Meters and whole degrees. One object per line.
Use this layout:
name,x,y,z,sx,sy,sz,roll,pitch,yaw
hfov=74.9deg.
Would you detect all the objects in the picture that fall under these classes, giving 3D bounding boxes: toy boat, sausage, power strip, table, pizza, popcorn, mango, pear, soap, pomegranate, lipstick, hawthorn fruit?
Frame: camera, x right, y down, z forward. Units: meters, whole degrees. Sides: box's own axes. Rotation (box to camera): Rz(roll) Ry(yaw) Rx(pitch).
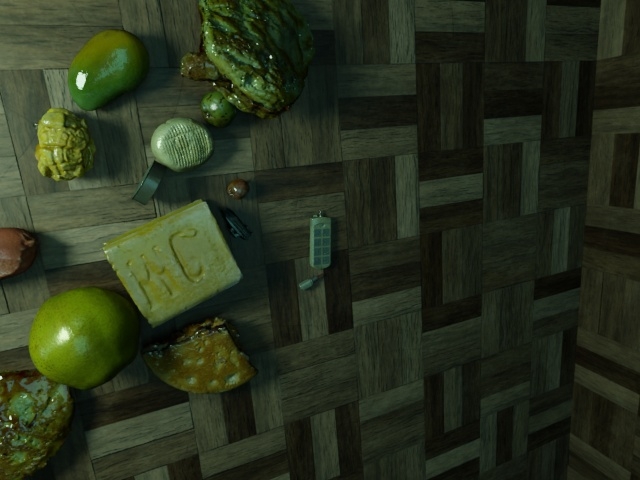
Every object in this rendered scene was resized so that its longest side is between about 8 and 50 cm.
toy boat,-0.291,-0.057,1.401,0.060,0.055,0.141,-45,115,-16
sausage,-0.896,0.047,1.123,0.254,0.148,0.148,-22,109,-16
power strip,0.000,0.000,1.550,0.079,0.029,0.227,-4,102,-22
table,-0.509,-0.172,1.242,0.043,0.133,0.134,31,88,-26
pizza,-0.394,0.390,1.420,0.408,0.114,0.278,12,97,-25
popcorn,-0.691,-0.265,1.134,0.140,0.163,0.194,4,72,-47
mango,-0.593,-0.473,1.161,0.251,0.114,0.156,-39,124,2
pear,-0.667,0.270,1.199,0.293,0.294,0.295,-5,103,-22
soap,-0.451,0.067,1.309,0.334,0.156,0.294,-27,106,-17
pomegranate,-0.304,-0.415,1.301,0.142,0.114,0.115,-43,117,-39
lipstick,-0.030,0.152,1.573,0.107,0.025,0.025,-29,111,-22
hawthorn fruit,-0.260,-0.179,1.395,0.103,0.066,0.067,-40,116,-39

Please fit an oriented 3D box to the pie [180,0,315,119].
pie,-0.185,-0.594,1.249,0.395,0.180,0.419,23,69,-30

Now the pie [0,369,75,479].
pie,-0.901,0.545,1.244,0.288,0.103,0.355,33,83,-25

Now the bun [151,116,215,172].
bun,-0.419,-0.292,1.274,0.188,0.111,0.164,-29,120,-26
